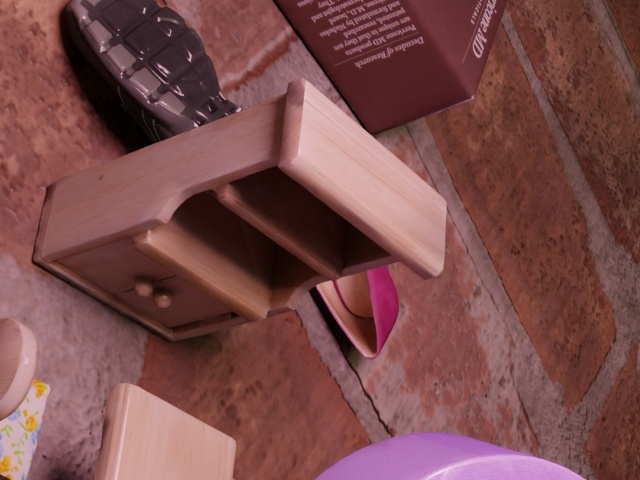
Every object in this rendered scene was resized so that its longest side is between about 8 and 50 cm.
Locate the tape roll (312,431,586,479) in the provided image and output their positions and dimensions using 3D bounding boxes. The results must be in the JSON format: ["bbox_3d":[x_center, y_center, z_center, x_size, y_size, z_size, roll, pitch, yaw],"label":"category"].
[{"bbox_3d":[0.082,0.265,0.879,0.274,0.090,0.275,-2,94,-28],"label":"tape roll"}]

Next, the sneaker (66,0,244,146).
[{"bbox_3d":[-0.113,-0.088,1.114,0.267,0.106,0.101,46,44,-4],"label":"sneaker"}]

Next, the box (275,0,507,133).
[{"bbox_3d":[0.026,-0.315,1.367,0.381,0.143,0.191,53,39,-29],"label":"box"}]

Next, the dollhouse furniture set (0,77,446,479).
[{"bbox_3d":[-0.074,0.130,0.923,0.362,0.256,0.394,36,48,-41],"label":"dollhouse furniture set"}]

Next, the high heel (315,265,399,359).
[{"bbox_3d":[0.000,0.000,1.243,0.117,0.082,0.244,-87,155,-42],"label":"high heel"}]
